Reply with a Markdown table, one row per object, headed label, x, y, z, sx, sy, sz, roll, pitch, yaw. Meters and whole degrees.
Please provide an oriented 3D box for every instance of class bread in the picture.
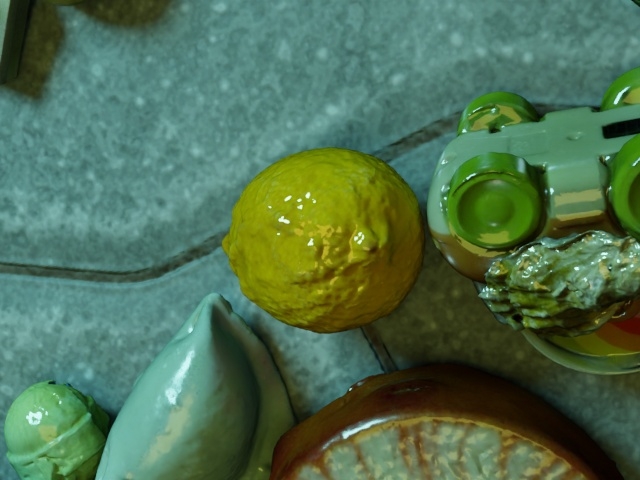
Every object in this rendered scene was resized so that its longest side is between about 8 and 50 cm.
| label | x | y | z | sx | sy | sz | roll | pitch | yaw |
| --- | --- | --- | --- | --- | --- | --- | --- | --- | --- |
| bread | 0.112 | 0.260 | 0.826 | 0.295 | 0.114 | 0.327 | -35 | 94 | 17 |

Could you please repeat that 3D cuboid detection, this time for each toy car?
| label | x | y | z | sx | sy | sz | roll | pitch | yaw |
| --- | --- | --- | --- | --- | --- | --- | --- | --- | --- |
| toy car | 0.197 | 0.004 | 0.748 | 0.235 | 0.145 | 0.235 | 5 | 121 | 9 |

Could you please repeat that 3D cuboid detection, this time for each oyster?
| label | x | y | z | sx | sy | sz | roll | pitch | yaw |
| --- | --- | --- | --- | --- | --- | --- | --- | --- | --- |
| oyster | 0.176 | 0.032 | 0.679 | 0.146 | 0.121 | 0.045 | -6 | 65 | 17 |

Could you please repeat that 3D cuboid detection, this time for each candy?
| label | x | y | z | sx | sy | sz | roll | pitch | yaw |
| --- | --- | --- | --- | --- | --- | --- | --- | --- | --- |
| candy | -0.171 | 0.270 | 0.922 | 0.093 | 0.092 | 0.335 | -32 | 104 | -2 |

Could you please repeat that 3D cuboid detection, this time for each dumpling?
| label | x | y | z | sx | sy | sz | roll | pitch | yaw |
| --- | --- | --- | --- | --- | --- | --- | --- | --- | --- |
| dumpling | -0.103 | 0.153 | 0.867 | 0.105 | 0.149 | 0.216 | 24 | 92 | 37 |

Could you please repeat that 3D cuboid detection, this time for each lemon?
| label | x | y | z | sx | sy | sz | roll | pitch | yaw |
| --- | --- | --- | --- | --- | --- | --- | --- | --- | --- |
| lemon | 0.000 | 0.000 | 0.774 | 0.187 | 0.142 | 0.142 | 5 | 109 | 55 |

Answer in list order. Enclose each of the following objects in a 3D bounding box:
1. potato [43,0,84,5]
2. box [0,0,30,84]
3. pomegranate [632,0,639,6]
| label | x | y | z | sx | sy | sz | roll | pitch | yaw |
| --- | --- | --- | --- | --- | --- | --- | --- | --- | --- |
| potato | -0.235 | -0.255 | 0.802 | 0.170 | 0.080 | 0.107 | 41 | 121 | -1 |
| box | -0.288 | -0.179 | 0.848 | 0.079 | 0.035 | 0.083 | 23 | 117 | 6 |
| pomegranate | 0.234 | -0.214 | 0.699 | 0.142 | 0.114 | 0.114 | 28 | 109 | 30 |
